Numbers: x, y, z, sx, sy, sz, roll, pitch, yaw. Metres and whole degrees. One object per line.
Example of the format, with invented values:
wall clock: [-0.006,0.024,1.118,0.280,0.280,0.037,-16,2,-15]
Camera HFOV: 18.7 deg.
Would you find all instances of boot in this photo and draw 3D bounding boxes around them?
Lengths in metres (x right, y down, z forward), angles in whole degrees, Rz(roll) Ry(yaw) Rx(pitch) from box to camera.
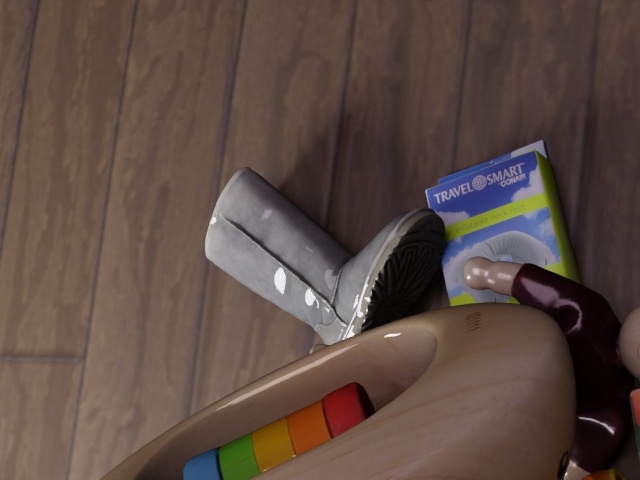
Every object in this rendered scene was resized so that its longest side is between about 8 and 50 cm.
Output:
boot: [-0.001,-0.001,1.707,0.208,0.076,0.189,47,120,36]

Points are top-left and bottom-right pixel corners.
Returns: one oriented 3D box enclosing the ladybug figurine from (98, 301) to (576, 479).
ladybug figurine: [-0.005,0.201,1.438,0.449,0.305,0.162,-25,105,11]

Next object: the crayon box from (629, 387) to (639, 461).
crayon box: [0.390,0.175,1.360,0.318,0.081,0.202,-15,66,22]

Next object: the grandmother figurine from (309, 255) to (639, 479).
grandmother figurine: [0.173,0.111,1.560,0.342,0.104,0.208,-17,107,23]

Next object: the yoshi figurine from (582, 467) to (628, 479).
yoshi figurine: [0.085,0.296,1.523,0.362,0.203,0.203,-34,45,18]

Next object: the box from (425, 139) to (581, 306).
box: [0.157,0.005,1.656,0.109,0.042,0.178,-20,66,21]
